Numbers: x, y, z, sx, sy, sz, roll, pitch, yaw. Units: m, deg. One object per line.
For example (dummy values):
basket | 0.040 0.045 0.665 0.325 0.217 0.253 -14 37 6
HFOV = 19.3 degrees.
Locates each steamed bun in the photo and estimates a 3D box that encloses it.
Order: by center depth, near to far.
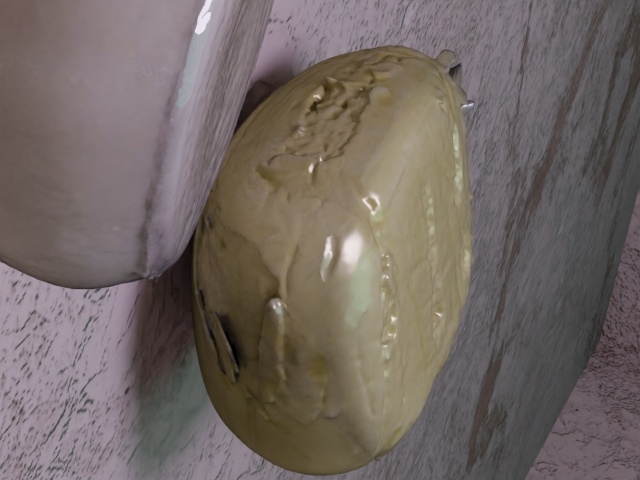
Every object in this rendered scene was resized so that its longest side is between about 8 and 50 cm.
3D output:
steamed bun | -0.104 -0.098 0.807 0.232 0.145 0.231 17 90 -88
steamed bun | 0.000 0.000 1.256 0.232 0.166 0.273 77 28 -42
